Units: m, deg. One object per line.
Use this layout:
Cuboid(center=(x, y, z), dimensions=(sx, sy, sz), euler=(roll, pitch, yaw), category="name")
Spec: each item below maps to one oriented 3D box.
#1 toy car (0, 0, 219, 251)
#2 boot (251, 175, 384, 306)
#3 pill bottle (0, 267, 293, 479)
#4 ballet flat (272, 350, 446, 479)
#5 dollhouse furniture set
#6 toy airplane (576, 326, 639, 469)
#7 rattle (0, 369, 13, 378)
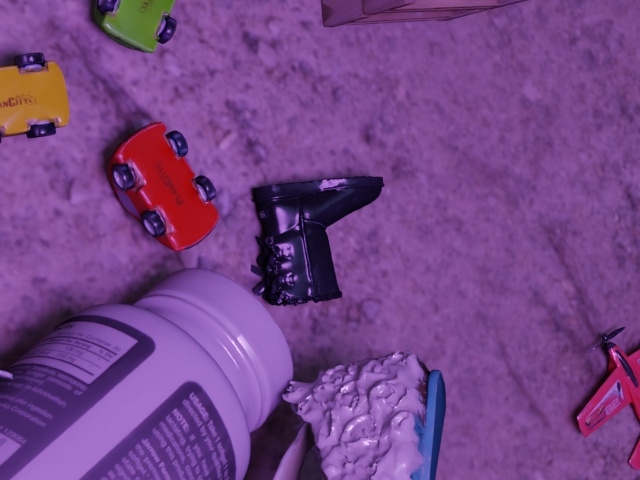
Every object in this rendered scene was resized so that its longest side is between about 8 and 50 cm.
Cuboid(center=(-0.158, -0.132, 1.267), dimensions=(0.239, 0.053, 0.225), euler=(27, 74, -28), category="toy car")
Cuboid(center=(0.001, 0.000, 1.363), dimensions=(0.121, 0.045, 0.099), euler=(-8, 90, -24), category="boot")
Cuboid(center=(-0.161, 0.155, 1.166), dimensions=(0.318, 0.176, 0.176), euler=(-42, 110, -40), category="pill bottle")
Cuboid(center=(0.017, 0.252, 1.126), dimensions=(0.147, 0.147, 0.409), euler=(32, 41, -26), category="ballet flat")
Cuboid(center=(0.078, -0.277, 1.371), dimensions=(0.129, 0.129, 0.183), euler=(-7, 92, -31), category="dollhouse furniture set")
Cuboid(center=(0.294, 0.147, 1.545), dimensions=(0.151, 0.028, 0.151), euler=(1, 89, -30), category="toy airplane")
Cuboid(center=(-0.301, 0.063, 1.086), dimensions=(0.130, 0.200, 0.142), euler=(-26, 101, -29), category="rattle")
